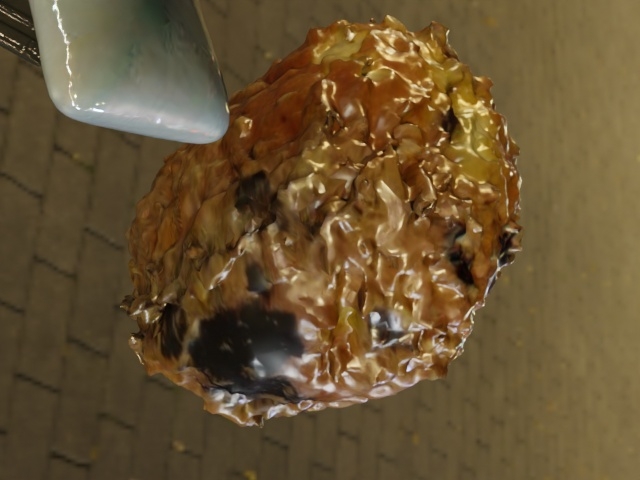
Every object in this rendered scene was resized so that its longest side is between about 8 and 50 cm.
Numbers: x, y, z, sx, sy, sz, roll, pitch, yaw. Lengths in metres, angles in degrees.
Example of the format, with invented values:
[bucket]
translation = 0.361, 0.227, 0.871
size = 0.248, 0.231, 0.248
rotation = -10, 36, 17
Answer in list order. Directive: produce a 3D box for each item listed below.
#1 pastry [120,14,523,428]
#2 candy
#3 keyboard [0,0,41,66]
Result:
[pastry]
translation = 0.010, -0.001, 1.392
size = 0.292, 0.405, 0.337
rotation = 47, 7, -22
[candy]
translation = -0.121, -0.145, 0.926
size = 0.138, 0.071, 0.174
rotation = 8, 59, -52
[keyboard]
translation = -0.510, -0.356, 2.018
size = 0.103, 0.381, 0.041
rotation = -60, -176, -7
